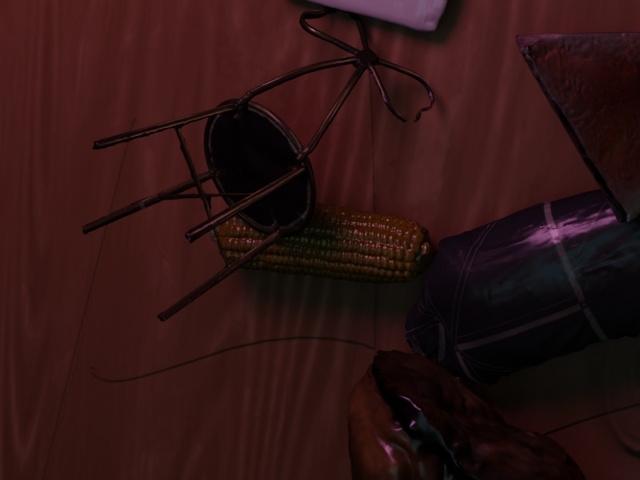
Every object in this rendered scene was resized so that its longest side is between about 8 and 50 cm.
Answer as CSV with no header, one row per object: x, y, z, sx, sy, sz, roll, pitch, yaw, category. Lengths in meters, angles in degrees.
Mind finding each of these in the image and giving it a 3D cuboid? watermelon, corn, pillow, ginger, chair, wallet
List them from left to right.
-0.057,-0.076,1.285,0.160,0.325,0.170,43,141,18,chair
0.000,0.000,1.362,0.238,0.080,0.080,6,103,16,corn
0.048,-0.283,1.311,0.182,0.032,0.124,17,105,15,wallet
0.125,0.254,1.296,0.269,0.200,0.223,27,108,2,ginger
0.233,0.043,1.276,0.335,0.092,0.162,-18,98,23,pillow
0.234,-0.115,1.198,0.202,0.136,0.207,13,67,-21,watermelon
